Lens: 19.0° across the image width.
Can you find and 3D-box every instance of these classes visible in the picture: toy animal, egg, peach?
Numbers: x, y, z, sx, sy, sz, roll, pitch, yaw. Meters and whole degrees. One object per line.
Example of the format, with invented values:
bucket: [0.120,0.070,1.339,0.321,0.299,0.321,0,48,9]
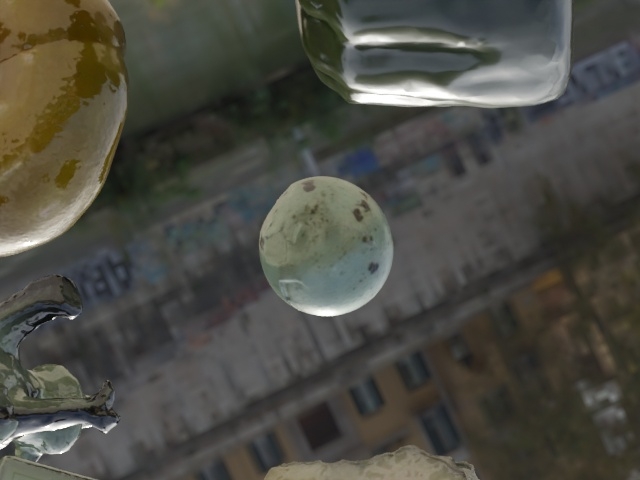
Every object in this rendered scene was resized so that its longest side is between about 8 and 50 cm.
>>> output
toy animal: [-0.194,0.081,1.026,0.121,0.093,0.225,-29,164,29]
egg: [0.000,0.000,1.830,0.131,0.131,0.164,-25,-149,-7]
peach: [-0.255,-0.112,1.542,0.153,0.251,0.251,3,161,-43]

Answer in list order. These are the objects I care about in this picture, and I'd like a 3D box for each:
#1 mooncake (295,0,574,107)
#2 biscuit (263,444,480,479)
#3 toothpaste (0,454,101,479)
mooncake: [0.076,-0.264,1.299,0.194,0.356,0.356,-2,-175,8]
biscuit: [0.054,0.222,1.422,0.265,0.040,0.188,19,-129,37]
toothpaste: [-0.068,0.127,0.814,0.029,0.197,0.048,-98,-150,-62]
